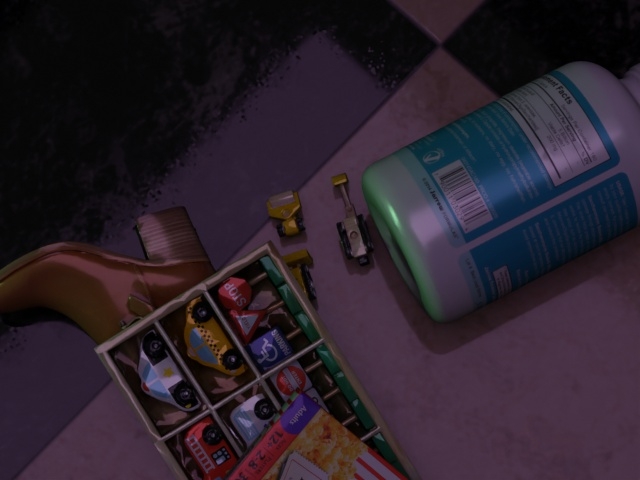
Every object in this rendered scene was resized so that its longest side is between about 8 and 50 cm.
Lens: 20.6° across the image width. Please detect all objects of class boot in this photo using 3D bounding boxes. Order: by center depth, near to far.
[{"bbox_3d":[-0.175,0.070,1.455,0.197,0.073,0.152,-19,82,3],"label":"boot"}]

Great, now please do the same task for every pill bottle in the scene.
[{"bbox_3d":[0.177,-0.051,1.428,0.264,0.146,0.146,-27,77,-4],"label":"pill bottle"}]

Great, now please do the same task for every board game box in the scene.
[{"bbox_3d":[0.011,0.232,1.373,0.193,0.045,0.147,39,86,-3],"label":"board game box"}]

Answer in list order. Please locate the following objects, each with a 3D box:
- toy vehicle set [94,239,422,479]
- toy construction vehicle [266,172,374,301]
[{"bbox_3d":[-0.040,0.154,1.413,0.166,0.035,0.267,-33,91,-5],"label":"toy vehicle set"},{"bbox_3d":[0.000,0.000,1.485,0.086,0.035,0.098,-21,74,9],"label":"toy construction vehicle"}]
